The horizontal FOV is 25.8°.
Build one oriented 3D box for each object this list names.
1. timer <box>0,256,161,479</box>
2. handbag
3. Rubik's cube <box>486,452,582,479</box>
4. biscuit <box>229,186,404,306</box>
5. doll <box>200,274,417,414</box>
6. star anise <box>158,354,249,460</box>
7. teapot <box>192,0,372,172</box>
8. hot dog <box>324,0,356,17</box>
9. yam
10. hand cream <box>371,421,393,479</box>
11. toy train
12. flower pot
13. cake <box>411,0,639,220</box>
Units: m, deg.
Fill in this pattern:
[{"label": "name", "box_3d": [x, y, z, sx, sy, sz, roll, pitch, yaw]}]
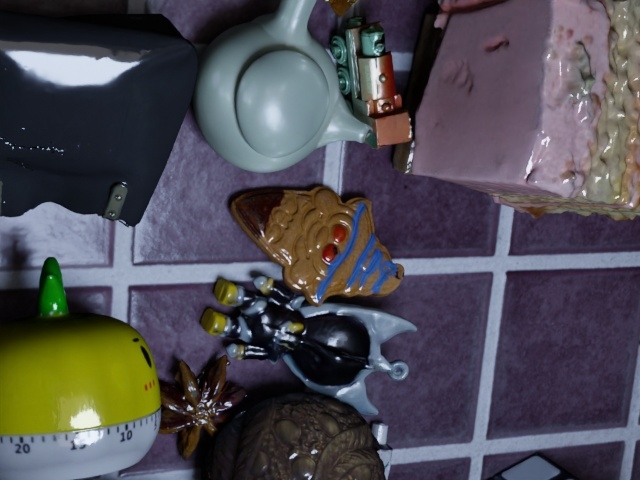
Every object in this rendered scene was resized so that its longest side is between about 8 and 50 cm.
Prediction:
[{"label": "timer", "box_3d": [-0.339, 0.156, 1.787, 0.285, 0.285, 0.285, -7, 107, -24]}, {"label": "handbag", "box_3d": [-0.332, -0.152, 1.765, 0.342, 0.152, 0.288, 3, 114, -23]}, {"label": "Rubik's cube", "box_3d": [0.336, 0.569, 2.198, 0.301, 0.303, 0.305, -25, 112, -18]}, {"label": "biscuit", "box_3d": [0.000, 0.000, 1.992, 0.280, 0.043, 0.183, 28, 65, -19]}, {"label": "doll", "box_3d": [-0.015, 0.147, 2.020, 0.316, 0.103, 0.146, 21, 75, -20]}, {"label": "star anise", "box_3d": [-0.176, 0.240, 1.994, 0.167, 0.057, 0.168, -7, 106, -25]}, {"label": "teapot", "box_3d": [-0.067, -0.244, 1.857, 0.220, 0.149, 0.318, -20, 113, -21]}, {"label": "hot dog", "box_3d": [0.046, -0.391, 1.918, 0.061, 0.078, 0.169, -20, 121, -64]}, {"label": "yam", "box_3d": [0.149, -0.213, 2.029, 0.056, 0.057, 0.241, 8, 98, -27]}, {"label": "hand cream", "box_3d": [0.058, 0.401, 2.162, 0.084, 0.050, 0.257, 15, 100, -31]}, {"label": "toy train", "box_3d": [0.071, -0.222, 1.949, 0.074, 0.118, 0.176, -15, 112, -25]}, {"label": "flower pot", "box_3d": [-0.013, 0.392, 1.958, 0.266, 0.267, 0.267, -11, 129, -13]}, {"label": "cake", "box_3d": [0.319, -0.191, 1.928, 0.306, 0.293, 0.314, 6, 89, -40]}]
